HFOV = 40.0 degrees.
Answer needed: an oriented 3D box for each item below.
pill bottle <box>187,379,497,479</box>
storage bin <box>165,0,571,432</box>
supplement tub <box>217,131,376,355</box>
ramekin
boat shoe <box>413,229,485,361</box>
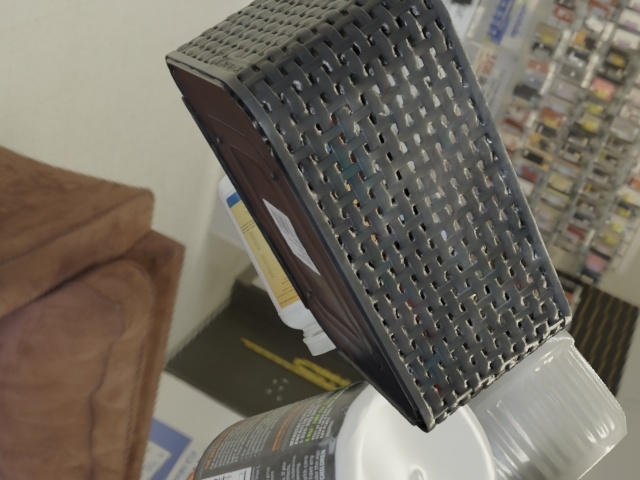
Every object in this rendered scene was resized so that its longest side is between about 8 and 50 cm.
[{"bbox_3d":[-0.006,0.176,0.608,0.245,0.130,0.130,-29,-161,50],"label":"pill bottle"},{"bbox_3d":[0.020,-0.020,0.390,0.084,0.122,0.180,-35,118,-10],"label":"storage bin"},{"bbox_3d":[0.000,0.000,0.888,0.144,0.200,0.144,-27,178,-1],"label":"supplement tub"},{"bbox_3d":[0.171,0.181,0.776,0.207,0.109,0.207,-35,160,-15],"label":"ramekin"},{"bbox_3d":[0.187,0.084,1.250,0.081,0.068,0.228,16,102,-61],"label":"boat shoe"}]
